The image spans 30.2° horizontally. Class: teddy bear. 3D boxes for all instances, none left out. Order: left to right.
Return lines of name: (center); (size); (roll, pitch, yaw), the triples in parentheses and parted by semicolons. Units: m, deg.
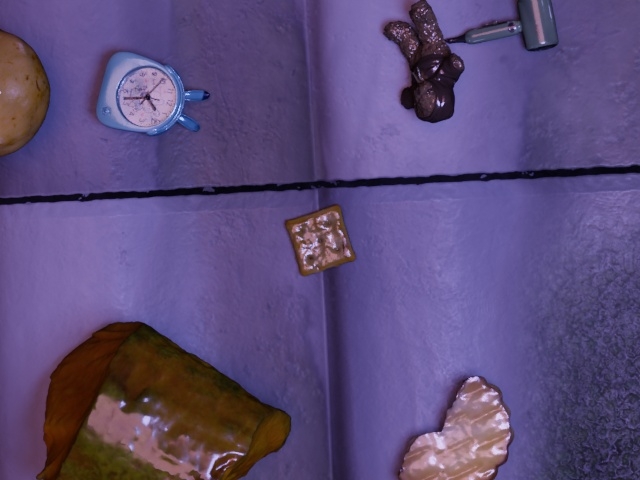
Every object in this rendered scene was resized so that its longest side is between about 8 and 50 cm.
teddy bear: (0.148, -0.232, 1.593); (0.119, 0.077, 0.161); (-29, 68, 47)

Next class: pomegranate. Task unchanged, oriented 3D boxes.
pomegranate: (-0.467, -0.195, 1.607); (0.196, 0.196, 0.196); (0, 90, 6)

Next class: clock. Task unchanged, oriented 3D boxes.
clock: (-0.233, -0.196, 1.649); (0.147, 0.045, 0.108); (16, 92, 5)

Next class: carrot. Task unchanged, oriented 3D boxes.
carrot: (-0.230, 0.245, 1.551); (0.340, 0.241, 0.242); (27, 92, 5)

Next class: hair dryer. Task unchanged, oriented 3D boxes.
hair dryer: (0.242, -0.283, 1.600); (0.150, 0.047, 0.071); (-10, 89, 12)

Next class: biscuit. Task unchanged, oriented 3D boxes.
biscuit: (0.000, 0.000, 1.635); (0.081, 0.018, 0.083); (-17, 87, 7)
biscuit: (0.190, 0.275, 1.591); (0.118, 0.061, 0.183); (41, 96, 3)
